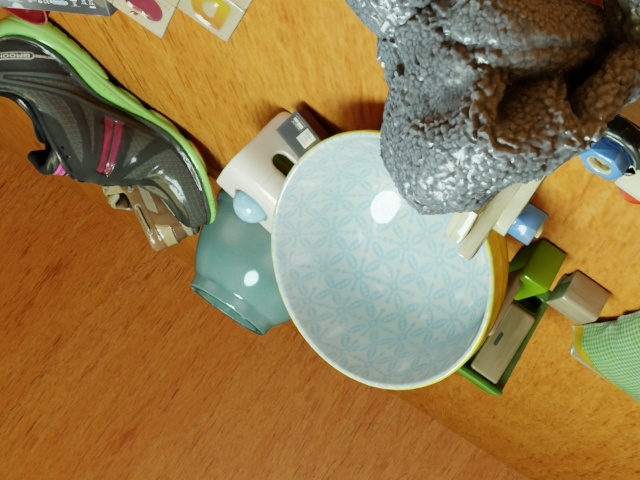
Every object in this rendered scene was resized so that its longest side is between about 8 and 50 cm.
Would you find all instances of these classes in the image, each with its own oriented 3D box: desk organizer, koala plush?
[{"bbox_3d":[0.011,-0.109,1.108,0.130,0.050,0.047,50,132,-2],"label":"desk organizer"},{"bbox_3d":[0.077,-0.152,0.546,0.221,0.203,0.196,51,162,-16],"label":"koala plush"}]

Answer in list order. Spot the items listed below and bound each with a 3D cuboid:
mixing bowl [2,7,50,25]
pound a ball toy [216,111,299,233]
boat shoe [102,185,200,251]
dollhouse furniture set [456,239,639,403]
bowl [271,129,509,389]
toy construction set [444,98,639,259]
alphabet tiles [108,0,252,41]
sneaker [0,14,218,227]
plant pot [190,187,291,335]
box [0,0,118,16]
[{"bbox_3d":[-0.375,-0.356,1.063,0.181,0.098,0.181,32,168,8],"label":"mixing bowl"},{"bbox_3d":[0.000,0.000,1.229,0.319,0.136,0.208,44,162,-5],"label":"pound a ball toy"},{"bbox_3d":[-0.364,-0.113,1.717,0.324,0.120,0.122,49,170,22],"label":"boat shoe"},{"bbox_3d":[0.320,0.156,1.077,0.302,0.151,0.197,35,167,-2],"label":"dollhouse furniture set"},{"bbox_3d":[0.101,0.010,1.012,0.289,0.289,0.156,26,-154,32],"label":"bowl"},{"bbox_3d":[0.257,-0.018,0.665,0.328,0.151,0.215,21,165,8],"label":"toy construction set"},{"bbox_3d":[-0.161,-0.301,0.723,0.285,0.011,0.342,33,153,-10],"label":"alphabet tiles"},{"bbox_3d":[-0.383,-0.168,1.521,0.483,0.202,0.185,39,167,-20],"label":"sneaker"},{"bbox_3d":[-0.129,0.059,1.728,0.293,0.196,0.293,33,167,9],"label":"plant pot"},{"bbox_3d":[-0.323,-0.323,0.892,0.231,0.056,0.183,9,140,18],"label":"box"}]
